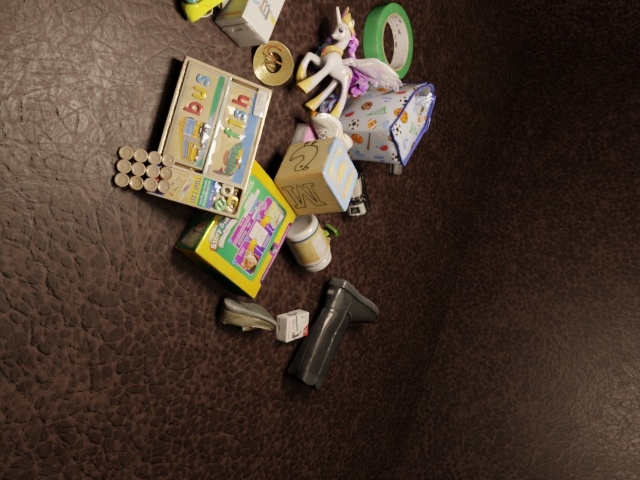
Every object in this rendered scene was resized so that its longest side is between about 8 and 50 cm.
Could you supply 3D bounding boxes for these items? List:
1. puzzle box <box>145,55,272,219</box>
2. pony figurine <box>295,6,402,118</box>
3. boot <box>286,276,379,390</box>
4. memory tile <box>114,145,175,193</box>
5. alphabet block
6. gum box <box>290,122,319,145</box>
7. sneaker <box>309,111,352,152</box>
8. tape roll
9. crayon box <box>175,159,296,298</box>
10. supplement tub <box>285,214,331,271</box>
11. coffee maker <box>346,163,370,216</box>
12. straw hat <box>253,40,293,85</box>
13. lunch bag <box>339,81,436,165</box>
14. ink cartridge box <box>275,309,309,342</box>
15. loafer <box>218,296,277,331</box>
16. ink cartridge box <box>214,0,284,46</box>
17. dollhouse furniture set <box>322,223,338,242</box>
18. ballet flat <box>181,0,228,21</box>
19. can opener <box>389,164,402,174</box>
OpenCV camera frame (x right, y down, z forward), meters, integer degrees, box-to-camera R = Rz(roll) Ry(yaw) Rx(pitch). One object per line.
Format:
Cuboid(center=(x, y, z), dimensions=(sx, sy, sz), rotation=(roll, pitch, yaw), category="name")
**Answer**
Cuboid(center=(-0.320, -0.291, 1.467), dimensions=(0.271, 0.052, 0.409), rotation=(15, 85, -22), category="puzzle box")
Cuboid(center=(0.086, -0.629, 1.896), dimensions=(0.351, 0.302, 0.364), rotation=(38, 81, -40), category="pony figurine")
Cuboid(center=(0.066, 0.432, 2.162), dimensions=(0.367, 0.146, 0.446), rotation=(42, 62, -41), category="boot")
Cuboid(center=(-0.474, -0.190, 1.368), dimensions=(0.147, 0.012, 0.113), rotation=(8, 88, -23), category="memory tile")
Cuboid(center=(-0.010, -0.217, 1.746), dimensions=(0.193, 0.197, 0.193), rotation=(57, 40, -40), category="alphabet block")
Cuboid(center=(-0.060, -0.331, 1.900), dimensions=(0.107, 0.062, 0.189), rotation=(29, 74, -51), category="gum box")
Cuboid(center=(0.033, -0.375, 1.884), dimensions=(0.262, 0.099, 0.121), rotation=(38, 71, -51), category="sneaker")
Cuboid(center=(0.305, -0.879, 2.257), dimensions=(0.321, 0.077, 0.322), rotation=(-17, 111, -51), category="tape roll")
Cuboid(center=(-0.258, -0.042, 1.666), dimensions=(0.313, 0.106, 0.363), rotation=(49, 59, -45), category="crayon box")
Cuboid(center=(-0.049, 0.008, 1.921), dimensions=(0.144, 0.144, 0.200), rotation=(-55, 136, -31), category="supplement tub")
Cuboid(center=(0.156, -0.213, 2.166), dimensions=(0.171, 0.120, 0.178), rotation=(-42, 129, -41), category="coffee maker")
Cuboid(center=(-0.160, -0.604, 1.707), dimensions=(0.061, 0.144, 0.145), rotation=(-104, 175, -56), category="straw hat")
Cuboid(center=(0.258, -0.502, 2.066), dimensions=(0.386, 0.327, 0.239), rotation=(-61, 143, -27), category="lunch bag")
Cuboid(center=(-0.110, 0.334, 1.984), dimensions=(0.135, 0.056, 0.099), rotation=(-8, 105, -53), category="ink cartridge box")
Cuboid(center=(-0.258, 0.269, 1.764), dimensions=(0.251, 0.094, 0.087), rotation=(29, 99, -42), category="loafer")
Cuboid(center=(-0.216, -0.710, 1.558), dimensions=(0.127, 0.128, 0.176), rotation=(35, 70, -51), category="ink cartridge box")
Cuboid(center=(0.000, 0.000, 2.086), dimensions=(0.151, 0.058, 0.076), rotation=(-43, 140, -15), category="dollhouse furniture set")
Cuboid(center=(-0.317, -0.711, 1.484), dimensions=(0.231, 0.077, 0.077), rotation=(-49, 154, -32), category="ballet flat")
Cuboid(center=(0.353, -0.458, 2.433), dimensions=(0.093, 0.074, 0.281), rotation=(-5, 102, -17), category="can opener")
